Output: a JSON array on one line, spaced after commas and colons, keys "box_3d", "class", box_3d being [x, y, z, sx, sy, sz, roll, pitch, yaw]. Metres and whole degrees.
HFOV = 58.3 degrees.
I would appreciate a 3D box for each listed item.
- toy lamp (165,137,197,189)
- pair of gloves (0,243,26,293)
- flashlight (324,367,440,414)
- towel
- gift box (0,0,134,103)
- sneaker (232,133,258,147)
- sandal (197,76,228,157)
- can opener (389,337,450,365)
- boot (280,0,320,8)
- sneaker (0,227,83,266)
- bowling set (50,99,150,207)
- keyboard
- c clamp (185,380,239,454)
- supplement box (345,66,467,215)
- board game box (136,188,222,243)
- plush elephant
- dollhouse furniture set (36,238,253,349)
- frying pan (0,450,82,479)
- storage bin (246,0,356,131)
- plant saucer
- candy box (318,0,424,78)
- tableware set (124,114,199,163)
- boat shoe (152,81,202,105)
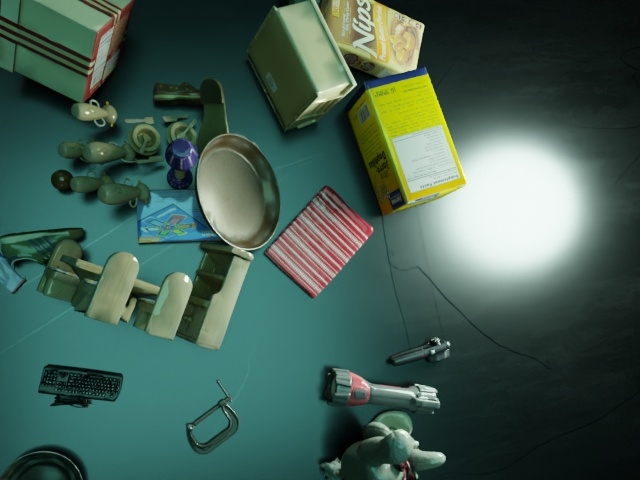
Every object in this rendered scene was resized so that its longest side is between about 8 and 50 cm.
[{"box_3d": [-0.351, -0.193, 1.448, 0.080, 0.275, 0.080, 2, 83, -14], "class": "toy lamp"}, {"box_3d": [-0.839, 0.095, 1.422, 0.159, 0.023, 0.198, 45, 76, -5], "class": "pair of gloves"}, {"box_3d": [0.168, 0.422, 1.589, 0.304, 0.103, 0.103, 11, 46, -16], "class": "flashlight"}, {"box_3d": [0.000, 0.000, 1.635, 0.199, 0.031, 0.275, 44, 77, -7], "class": "towel"}, {"box_3d": [-0.650, -0.508, 1.414, 0.258, 0.276, 0.255, 27, 38, -12], "class": "gift box"}, {"box_3d": [-0.217, -0.270, 1.617, 0.083, 0.032, 0.036, 27, 77, -8], "class": "sneaker"}, {"box_3d": [-0.286, -0.328, 1.582, 0.088, 0.079, 0.239, 6, 113, 7], "class": "sandal"}, {"box_3d": [0.288, 0.325, 1.645, 0.186, 0.059, 0.073, -11, 86, -15], "class": "can opener"}, {"box_3d": [-0.029, -0.665, 1.696, 0.161, 0.083, 0.246, -3, 84, -20], "class": "boot"}, {"box_3d": [-0.698, 0.018, 1.450, 0.192, 0.064, 0.086, -8, 101, -24], "class": "sneaker"}, {"box_3d": [-0.584, -0.202, 1.483, 0.200, 0.154, 0.286, -16, 89, 28], "class": "bowling set"}, {"box_3d": [-0.601, 0.371, 1.435, 0.192, 0.038, 0.100, 10, 81, -11], "class": "keyboard"}, {"box_3d": [-0.287, 0.473, 1.508, 0.161, 0.022, 0.137, -40, 98, -17], "class": "c clamp"}, {"box_3d": [0.237, -0.277, 1.645, 0.194, 0.195, 0.356, -17, 86, -15], "class": "supplement box"}, {"box_3d": [-0.351, -0.068, 1.560, 0.282, 0.027, 0.144, -2, 82, -14], "class": "board game box"}, {"box_3d": [0.196, 0.588, 1.500, 0.256, 0.330, 0.271, -7, 85, -38], "class": "plush elephant"}, {"box_3d": [-0.397, 0.080, 1.371, 0.394, 0.362, 0.256, 27, 77, -38], "class": "dollhouse furniture set"}, {"box_3d": [-0.696, 0.663, 1.365, 0.197, 0.053, 0.325, 25, 79, -9], "class": "frying pan"}, {"box_3d": [-0.065, -0.467, 1.566, 0.123, 0.260, 0.262, -26, 90, -28], "class": "storage bin"}, {"box_3d": [-0.222, -0.125, 1.513, 0.311, 0.050, 0.310, 20, 65, -52], "class": "plant saucer"}, {"box_3d": [0.141, -0.602, 1.694, 0.317, 0.088, 0.182, 15, 78, -23], "class": "candy box"}, {"box_3d": [-0.412, -0.276, 1.527, 0.194, 0.039, 0.128, -15, 86, -40], "class": "tableware set"}, {"box_3d": [-0.371, -0.408, 1.582, 0.178, 0.064, 0.060, -2, 85, -11], "class": "boat shoe"}]
